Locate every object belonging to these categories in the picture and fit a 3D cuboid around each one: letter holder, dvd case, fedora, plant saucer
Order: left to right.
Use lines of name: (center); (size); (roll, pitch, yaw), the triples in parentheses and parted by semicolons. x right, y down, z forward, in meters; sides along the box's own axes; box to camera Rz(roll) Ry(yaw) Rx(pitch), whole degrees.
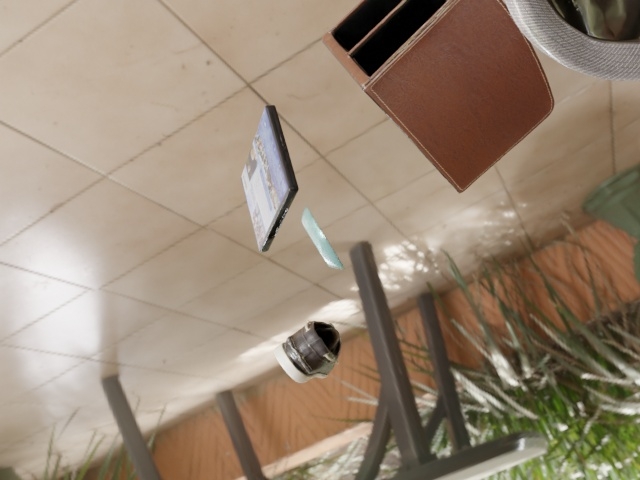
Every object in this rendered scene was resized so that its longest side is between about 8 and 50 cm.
dvd case: (-0.102, -0.110, 1.228); (0.022, 0.180, 0.253); (-7, 157, -22)
plant saucer: (0.000, 0.000, 1.027); (0.021, 0.119, 0.119); (-32, 154, 1)
letter holder: (0.190, -0.251, 0.964); (0.214, 0.152, 0.302); (-42, 136, 13)
fedora: (0.294, -0.273, 0.640); (0.244, 0.275, 0.124); (-13, 173, 8)

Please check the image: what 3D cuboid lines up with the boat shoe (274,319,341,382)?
boat shoe: (-0.001, 0.085, 0.526); (0.038, 0.046, 0.125); (-39, 166, 8)
